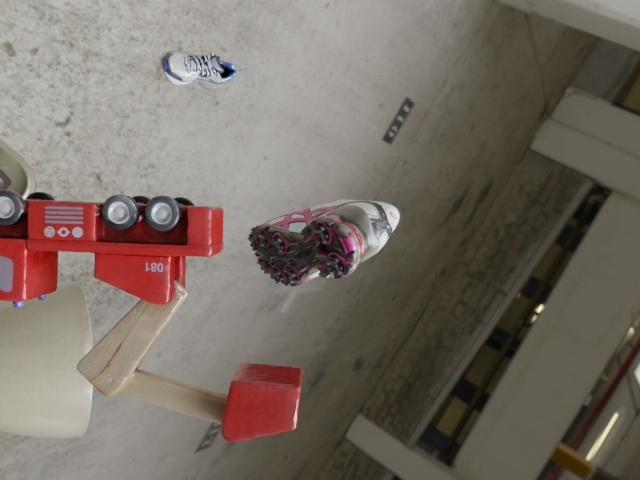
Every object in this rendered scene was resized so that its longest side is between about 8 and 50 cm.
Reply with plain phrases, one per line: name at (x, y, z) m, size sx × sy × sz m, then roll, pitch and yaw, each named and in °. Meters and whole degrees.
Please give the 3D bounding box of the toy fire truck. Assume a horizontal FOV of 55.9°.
toy fire truck at (-0.105, 0.041, 0.352) m, size 0.047 × 0.192 × 0.135 m, roll -87°, pitch 179°, yaw -87°

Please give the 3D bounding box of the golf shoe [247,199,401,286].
golf shoe at (0.000, 0.000, 0.584) m, size 0.086 × 0.186 × 0.068 m, roll -30°, pitch 105°, yaw -34°

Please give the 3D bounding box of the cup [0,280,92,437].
cup at (-0.624, 0.251, 1.238) m, size 0.236 × 0.331 × 0.331 m, roll 1°, pitch 122°, yaw -33°

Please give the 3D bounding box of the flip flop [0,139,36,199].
flip flop at (-0.513, -0.136, 0.802) m, size 0.112 × 0.277 × 0.080 m, roll -51°, pitch -170°, yaw -2°

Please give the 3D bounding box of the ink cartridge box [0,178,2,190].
ink cartridge box at (-0.370, -0.060, 0.422) m, size 0.206 × 0.208 × 0.045 m, roll -150°, pitch -105°, yaw -82°

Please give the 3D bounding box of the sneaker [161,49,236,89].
sneaker at (-0.176, -0.259, 0.893) m, size 0.135 × 0.058 × 0.052 m, roll -15°, pitch 95°, yaw -58°
